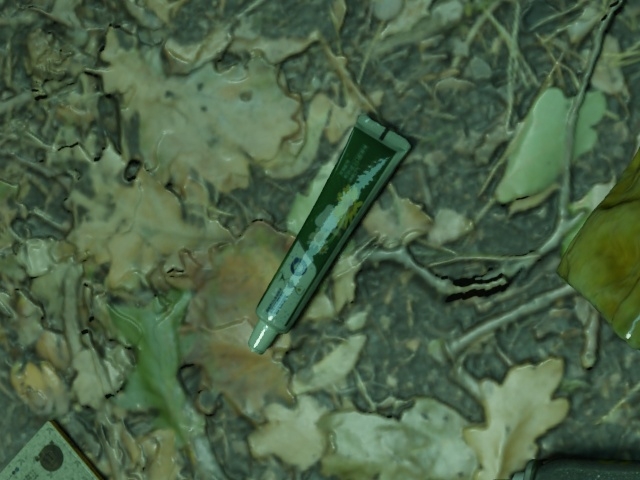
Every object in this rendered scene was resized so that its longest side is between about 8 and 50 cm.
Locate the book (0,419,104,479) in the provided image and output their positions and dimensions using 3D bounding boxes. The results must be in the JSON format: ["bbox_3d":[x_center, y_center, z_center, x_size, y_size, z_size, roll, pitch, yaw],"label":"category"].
[{"bbox_3d":[-0.204,0.248,1.311,0.172,0.012,0.118,46,102,16],"label":"book"}]

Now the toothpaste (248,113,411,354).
[{"bbox_3d":[0.000,0.000,1.247,0.049,0.031,0.204,32,95,16],"label":"toothpaste"}]

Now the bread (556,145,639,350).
[{"bbox_3d":[0.303,-0.007,1.064,0.196,0.238,0.252,34,105,-23],"label":"bread"}]

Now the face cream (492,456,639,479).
[{"bbox_3d":[0.255,0.192,1.124,0.283,0.073,0.073,0,86,19],"label":"face cream"}]
